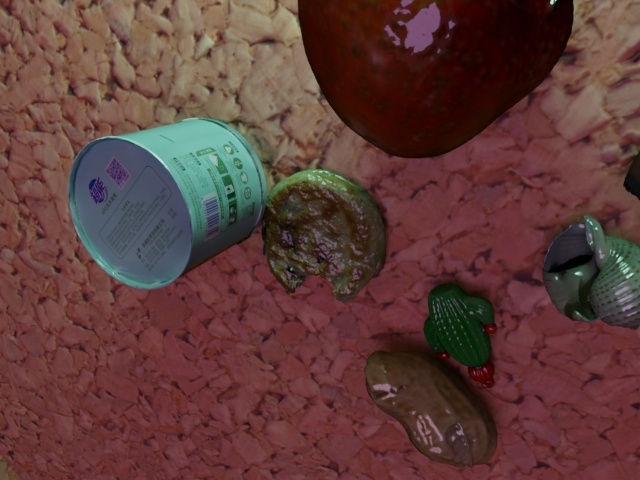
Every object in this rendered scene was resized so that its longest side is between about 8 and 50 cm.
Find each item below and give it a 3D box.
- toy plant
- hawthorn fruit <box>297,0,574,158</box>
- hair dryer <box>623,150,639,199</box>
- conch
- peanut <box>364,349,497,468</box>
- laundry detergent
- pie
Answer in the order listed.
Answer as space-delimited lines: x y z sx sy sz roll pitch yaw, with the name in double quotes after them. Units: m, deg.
0.286 0.197 1.133 0.155 0.088 0.240 12 127 30 "toy plant"
0.150 -0.315 0.823 0.403 0.403 0.402 8 114 18 "hawthorn fruit"
0.689 -0.086 0.831 0.340 0.123 0.312 47 116 0 "hair dryer"
0.503 0.061 0.965 0.172 0.131 0.199 -32 57 51 "conch"
0.235 0.353 1.174 0.174 0.158 0.340 -42 89 -9 "peanut"
-0.277 -0.090 1.092 0.288 0.305 0.287 9 112 23 "laundry detergent"
0.000 -0.007 1.166 0.303 0.067 0.302 9 115 19 "pie"
